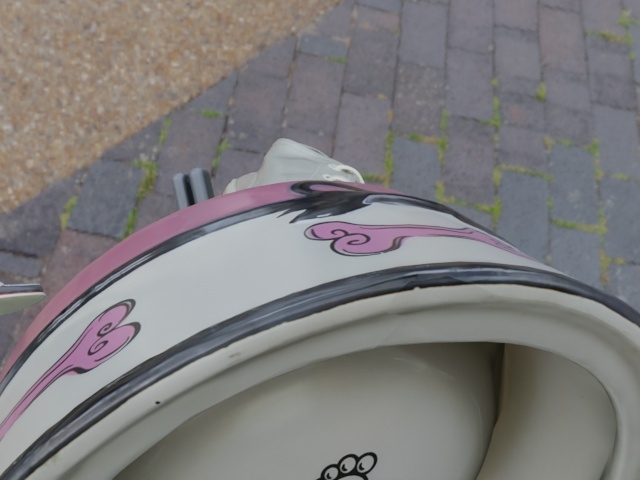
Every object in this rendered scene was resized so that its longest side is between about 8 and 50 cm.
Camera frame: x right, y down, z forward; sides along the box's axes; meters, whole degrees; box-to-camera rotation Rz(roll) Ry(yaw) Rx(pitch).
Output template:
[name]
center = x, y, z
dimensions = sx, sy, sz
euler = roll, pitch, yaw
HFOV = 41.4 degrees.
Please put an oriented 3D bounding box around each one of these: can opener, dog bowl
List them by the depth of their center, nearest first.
[dog bowl]
center = -0.011, 0.144, 0.489
dimensions = 0.408, 0.407, 0.150
euler = -10, 37, -18
[can opener]
center = -0.196, 0.013, 1.490
dimensions = 0.074, 0.093, 0.280
euler = -15, 91, 20

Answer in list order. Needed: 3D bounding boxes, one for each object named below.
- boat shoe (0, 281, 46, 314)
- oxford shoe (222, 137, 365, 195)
[boat shoe]
center = -0.379, 0.059, 0.945
dimensions = 0.137, 0.049, 0.043
euler = -7, 62, -27
[oxford shoe]
center = 0.000, 0.000, 0.729
dimensions = 0.130, 0.449, 0.169
euler = -40, 108, 4
